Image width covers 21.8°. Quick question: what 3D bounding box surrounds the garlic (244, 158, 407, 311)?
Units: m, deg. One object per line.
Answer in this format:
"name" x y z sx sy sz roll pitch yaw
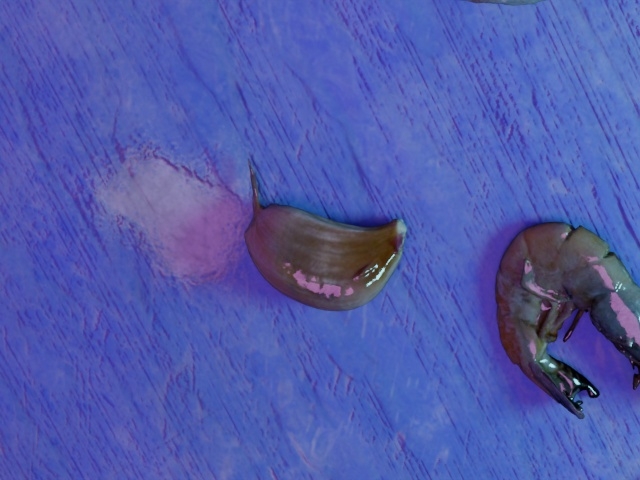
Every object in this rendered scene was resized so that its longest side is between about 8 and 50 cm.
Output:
"garlic" -0.012 0.005 1.839 0.198 0.090 0.128 23 95 10

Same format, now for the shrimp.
"shrimp" 0.298 0.115 1.809 0.289 0.075 0.178 45 118 -5

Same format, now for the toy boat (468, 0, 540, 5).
"toy boat" 0.125 -0.324 1.710 0.282 0.096 0.206 37 118 -15
